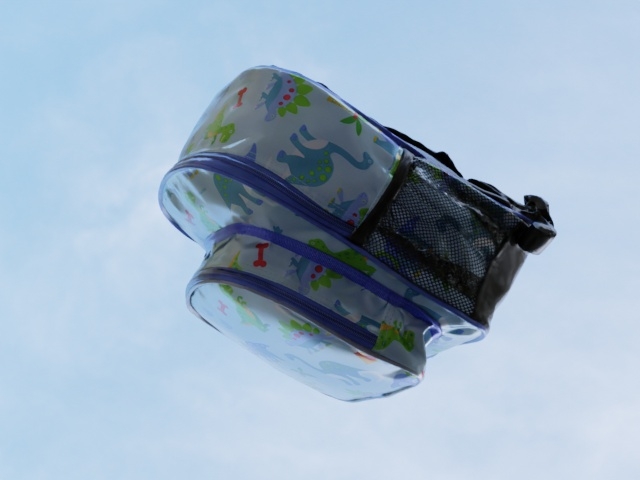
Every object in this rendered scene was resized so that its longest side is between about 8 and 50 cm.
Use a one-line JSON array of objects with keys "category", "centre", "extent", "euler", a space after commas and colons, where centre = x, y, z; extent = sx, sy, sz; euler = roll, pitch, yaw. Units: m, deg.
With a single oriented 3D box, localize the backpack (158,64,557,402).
[{"category": "backpack", "centre": [0.000, 0.000, 0.432], "extent": [0.084, 0.114, 0.105], "euler": [-58, -170, -20]}]
